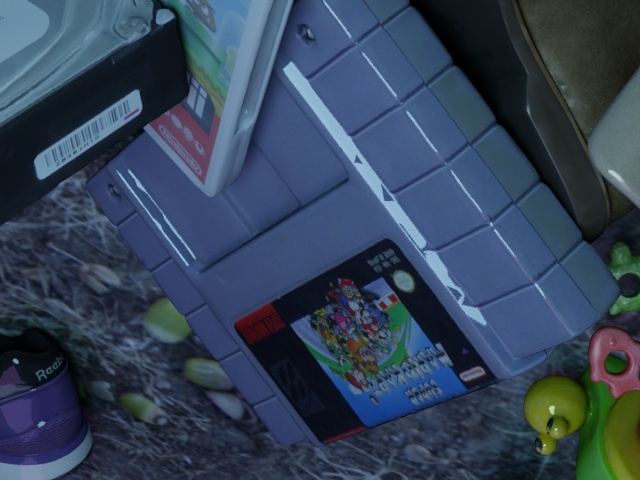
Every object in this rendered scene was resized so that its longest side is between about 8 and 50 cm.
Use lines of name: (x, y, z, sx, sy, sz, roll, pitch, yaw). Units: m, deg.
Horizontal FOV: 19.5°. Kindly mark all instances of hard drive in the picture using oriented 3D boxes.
hard drive: (-0.264, -0.109, 0.956, 0.339, 0.237, 0.064, 34, 148, 34)

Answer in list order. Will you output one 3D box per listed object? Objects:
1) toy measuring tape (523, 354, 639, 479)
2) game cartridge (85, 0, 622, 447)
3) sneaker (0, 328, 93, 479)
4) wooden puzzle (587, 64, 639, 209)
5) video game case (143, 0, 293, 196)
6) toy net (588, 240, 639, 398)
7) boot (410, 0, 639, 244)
toy measuring tape: (0.281, 0.174, 1.200, 0.330, 0.121, 0.121, 23, 140, 0)
game cartridge: (0.000, 0.000, 1.068, 0.230, 0.068, 0.355, 57, 150, -1)
sneaker: (-0.313, 0.104, 1.438, 0.283, 0.107, 0.124, 2, 121, 18)
wooden puzzle: (0.270, -0.051, 0.904, 0.239, 0.221, 0.044, 40, 172, -16)
video game case: (-0.096, -0.156, 0.919, 0.204, 0.025, 0.285, 47, 156, 11)
toy net: (0.225, 0.116, 1.116, 0.122, 0.045, 0.232, -1, 96, -2)
boot: (0.101, -0.149, 0.957, 0.112, 0.115, 0.305, 13, 131, 60)
